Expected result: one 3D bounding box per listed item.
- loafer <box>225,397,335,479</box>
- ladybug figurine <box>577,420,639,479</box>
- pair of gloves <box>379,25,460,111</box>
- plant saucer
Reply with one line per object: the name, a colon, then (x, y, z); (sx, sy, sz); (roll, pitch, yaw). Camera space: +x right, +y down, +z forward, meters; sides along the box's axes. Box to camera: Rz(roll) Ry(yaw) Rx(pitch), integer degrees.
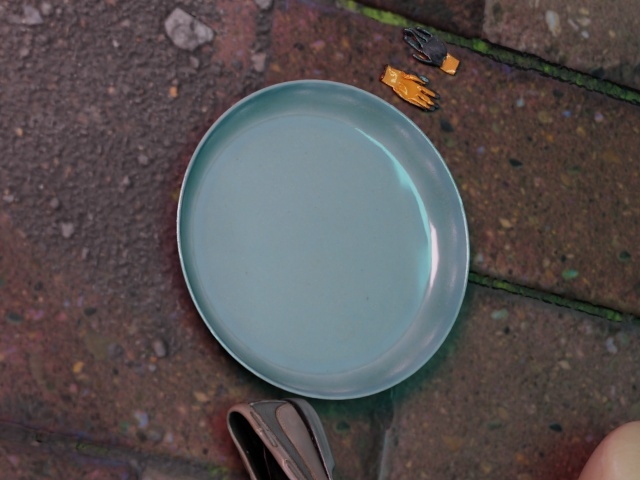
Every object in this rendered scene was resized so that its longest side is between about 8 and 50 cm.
loafer: (-0.018, 0.260, 1.659); (0.084, 0.096, 0.267); (11, 43, -41)
ladybug figurine: (0.405, 0.383, 1.815); (0.449, 0.162, 0.305); (48, 31, -2)
pair of gloves: (0.105, -0.179, 1.898); (0.074, 0.010, 0.083); (33, 67, -17)
plant saucer: (0.000, 0.000, 1.794); (0.318, 0.044, 0.317); (5, 79, -25)
